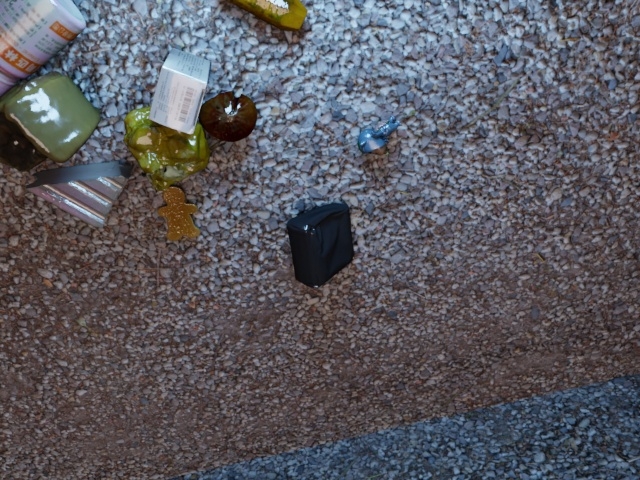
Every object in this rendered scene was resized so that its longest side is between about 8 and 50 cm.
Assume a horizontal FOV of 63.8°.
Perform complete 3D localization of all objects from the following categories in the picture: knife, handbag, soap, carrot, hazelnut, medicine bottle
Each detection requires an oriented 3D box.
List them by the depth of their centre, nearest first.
[{"bbox_3d":[-0.946,-0.631,1.587,0.388,0.219,0.219,-36,116,6],"label":"medicine bottle"},{"bbox_3d":[-0.192,-0.779,1.662,0.301,0.114,0.114,20,115,-15],"label":"carrot"},{"bbox_3d":[-0.326,-0.432,1.808,0.203,0.178,0.178,8,118,-10],"label":"hazelnut"},{"bbox_3d":[-0.871,-0.231,1.873,0.302,0.159,0.258,31,115,-22],"label":"soap"},{"bbox_3d":[-0.442,-0.316,1.945,0.222,0.021,0.046,-28,115,11],"label":"knife"},{"bbox_3d":[-0.003,0.000,2.094,0.177,0.275,0.302,18,130,37],"label":"handbag"}]

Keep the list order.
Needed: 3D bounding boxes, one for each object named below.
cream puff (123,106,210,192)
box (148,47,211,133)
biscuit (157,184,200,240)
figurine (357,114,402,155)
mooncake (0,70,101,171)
[{"bbox_3d":[-0.537,-0.345,1.796,0.269,0.323,0.274,-34,88,-15],"label":"cream puff"},{"bbox_3d":[-0.449,-0.491,1.668,0.145,0.333,0.173,15,117,-18],"label":"box"},{"bbox_3d":[-0.563,-0.110,2.040,0.158,0.035,0.241,-6,120,-5],"label":"biscuit"},{"bbox_3d":[0.231,-0.379,1.930,0.178,0.114,0.144,-40,117,7],"label":"figurine"},{"bbox_3d":[-0.931,-0.367,1.660,0.393,0.393,0.246,-30,120,9],"label":"mooncake"}]
